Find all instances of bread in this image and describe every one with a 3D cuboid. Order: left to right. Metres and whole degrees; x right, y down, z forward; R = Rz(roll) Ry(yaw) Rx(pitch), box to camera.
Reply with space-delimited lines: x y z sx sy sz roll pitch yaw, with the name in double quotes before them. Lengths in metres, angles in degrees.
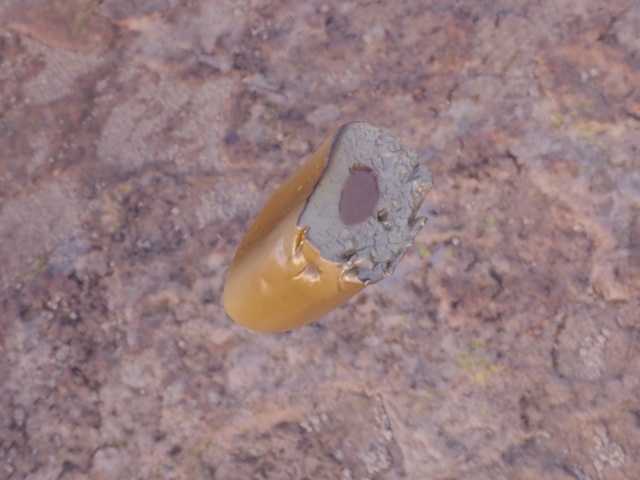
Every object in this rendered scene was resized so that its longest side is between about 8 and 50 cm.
"bread" 0.002 0.000 0.718 0.173 0.085 0.134 -38 25 56
